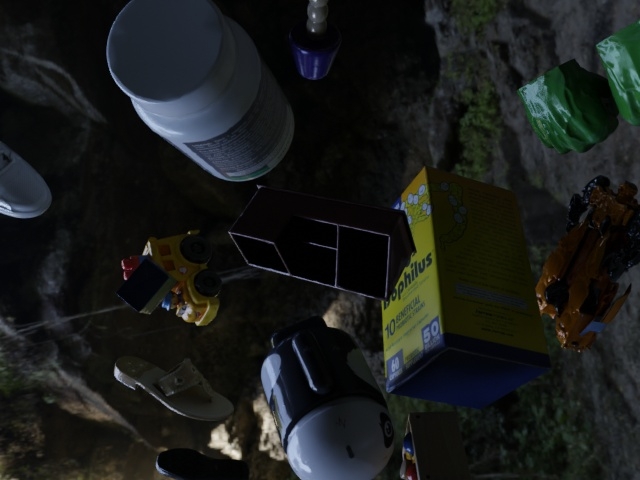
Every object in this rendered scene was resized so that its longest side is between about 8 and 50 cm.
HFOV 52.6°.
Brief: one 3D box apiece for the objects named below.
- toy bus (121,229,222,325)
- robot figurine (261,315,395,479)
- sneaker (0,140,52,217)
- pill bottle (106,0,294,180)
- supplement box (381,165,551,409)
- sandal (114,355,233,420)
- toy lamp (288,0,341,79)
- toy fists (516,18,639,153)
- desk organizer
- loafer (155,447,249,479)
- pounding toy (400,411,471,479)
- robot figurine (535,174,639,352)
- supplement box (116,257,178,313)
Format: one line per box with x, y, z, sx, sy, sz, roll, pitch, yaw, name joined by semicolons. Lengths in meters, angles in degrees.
-0.363;0.097;1.555;0.211;0.149;0.220;-5;-120;-33;toy bus
0.010;0.247;1.009;0.209;0.173;0.278;24;-155;-35;robot figurine
-0.586;-0.159;1.087;0.292;0.169;0.108;38;-115;-7;sneaker
-0.175;-0.233;1.033;0.361;0.204;0.204;43;-142;-77;pill bottle
0.232;0.081;1.131;0.195;0.194;0.356;14;-128;-18;supplement box
-0.267;0.248;1.185;0.088;0.240;0.079;-46;-26;-65;sandal
-0.004;-0.341;0.879;0.274;0.080;0.080;94;-179;-52;toy lamp
0.444;-0.229;0.997;0.096;0.279;0.142;-26;-89;-39;toy fists
0.000;0.000;0.487;0.050;0.130;0.047;-59;-35;-29;desk organizer
-0.271;0.528;1.476;0.223;0.078;0.076;19;-140;-26;loafer
0.151;0.345;0.945;0.130;0.100;0.141;-93;3;-48;pounding toy
0.472;0.033;1.115;0.211;0.085;0.291;-107;34;-60;robot figurine
-0.316;0.085;1.186;0.056;0.083;0.083;39;173;6;supplement box
